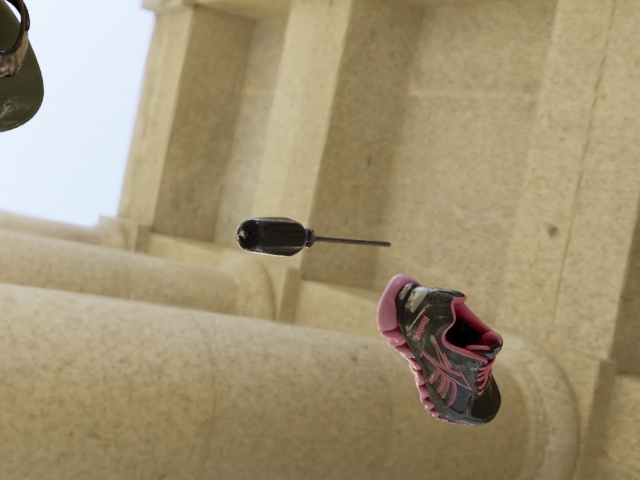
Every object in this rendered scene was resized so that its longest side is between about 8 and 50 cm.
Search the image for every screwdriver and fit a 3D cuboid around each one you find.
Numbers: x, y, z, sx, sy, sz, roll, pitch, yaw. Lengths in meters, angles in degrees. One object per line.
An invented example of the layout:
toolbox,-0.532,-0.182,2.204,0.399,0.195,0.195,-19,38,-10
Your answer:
screwdriver,0.000,0.000,0.672,0.025,0.170,0.024,-10,-97,27

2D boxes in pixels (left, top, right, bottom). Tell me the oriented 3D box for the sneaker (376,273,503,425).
sneaker,0.079,0.066,0.597,0.057,0.119,0.047,-2,-131,39

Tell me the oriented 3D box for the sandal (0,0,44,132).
sandal,-0.309,-0.196,0.926,0.086,0.120,0.302,32,-26,23
